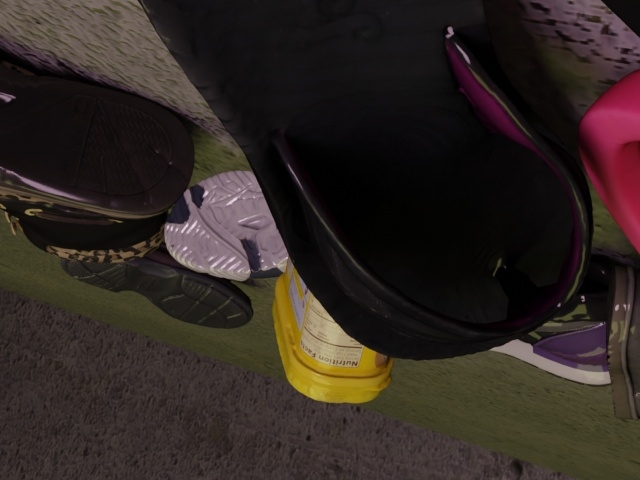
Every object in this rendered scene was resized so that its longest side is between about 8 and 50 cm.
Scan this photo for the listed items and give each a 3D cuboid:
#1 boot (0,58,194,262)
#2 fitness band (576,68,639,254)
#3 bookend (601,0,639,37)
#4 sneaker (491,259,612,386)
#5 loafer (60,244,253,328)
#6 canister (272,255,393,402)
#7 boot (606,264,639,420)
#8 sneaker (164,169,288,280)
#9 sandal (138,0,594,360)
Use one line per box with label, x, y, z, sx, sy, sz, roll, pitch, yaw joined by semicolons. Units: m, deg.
boot;-0.305;-0.083;0.964;0.377;0.138;0.284;14;167;-5
fitness band;0.241;0.023;0.512;0.291;0.054;0.209;46;179;-25
bookend;0.149;-0.116;0.294;0.157;0.072;0.156;30;163;-32
sneaker;0.140;0.036;0.900;0.283;0.107;0.124;6;147;30
loafer;-0.222;0.037;1.455;0.302;0.095;0.109;24;137;-32
canister;0.021;0.004;0.680;0.073;0.170;0.126;4;-147;-14
boot;0.320;0.080;0.745;0.208;0.076;0.189;1;147;22
sneaker;0.000;0.000;0.854;0.235;0.094;0.153;-14;156;18
sandal;0.050;-0.026;0.496;0.107;0.167;0.446;55;-175;38
